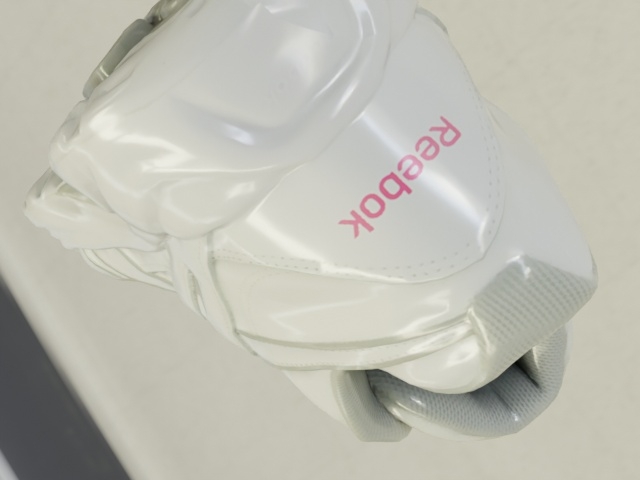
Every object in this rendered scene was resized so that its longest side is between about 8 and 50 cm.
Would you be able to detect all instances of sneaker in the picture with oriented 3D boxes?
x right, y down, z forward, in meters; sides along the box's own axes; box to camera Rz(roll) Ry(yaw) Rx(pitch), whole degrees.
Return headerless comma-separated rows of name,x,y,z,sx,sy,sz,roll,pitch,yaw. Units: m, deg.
sneaker,0.000,0.000,0.438,0.115,0.090,0.232,46,178,-4
